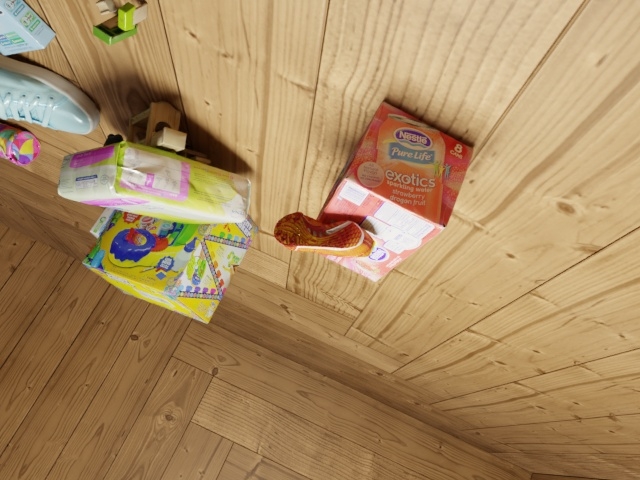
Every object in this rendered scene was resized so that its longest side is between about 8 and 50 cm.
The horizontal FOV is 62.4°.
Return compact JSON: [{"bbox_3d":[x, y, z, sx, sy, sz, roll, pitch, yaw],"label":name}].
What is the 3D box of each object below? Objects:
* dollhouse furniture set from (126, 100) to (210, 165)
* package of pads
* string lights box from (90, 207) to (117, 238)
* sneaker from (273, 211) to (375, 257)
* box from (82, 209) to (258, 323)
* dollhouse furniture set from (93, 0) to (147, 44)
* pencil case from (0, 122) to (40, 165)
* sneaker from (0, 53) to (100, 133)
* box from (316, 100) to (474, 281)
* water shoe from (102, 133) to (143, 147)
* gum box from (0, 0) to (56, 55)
[{"bbox_3d":[-0.262,-0.200,1.022,0.161,0.101,0.182,12,171,-40],"label":"dollhouse furniture set"},{"bbox_3d":[-0.310,-0.102,1.025,0.229,0.101,0.297,1,172,42],"label":"package of pads"},{"bbox_3d":[-0.550,-0.025,1.617,0.260,0.133,0.076,18,156,17],"label":"string lights box"},{"bbox_3d":[0.000,0.000,0.799,0.175,0.064,0.067,14,164,37],"label":"sneaker"},{"bbox_3d":[-0.361,0.012,1.303,0.290,0.279,0.177,13,155,27],"label":"box"},{"bbox_3d":[-0.284,-0.354,0.746,0.076,0.058,0.151,32,139,3],"label":"dollhouse furniture set"},{"bbox_3d":[-0.900,-0.281,1.472,0.236,0.104,0.104,19,157,19],"label":"pencil case"},{"bbox_3d":[-0.644,-0.282,1.057,0.366,0.150,0.135,22,143,-17],"label":"sneaker"},{"bbox_3d":[0.093,-0.058,0.839,0.154,0.142,0.300,27,158,-2],"label":"box"},{"bbox_3d":[-0.385,-0.182,1.182,0.073,0.080,0.203,13,180,36],"label":"water shoe"},{"bbox_3d":[-0.578,-0.410,0.912,0.157,0.041,0.184,9,153,36],"label":"gum box"}]
